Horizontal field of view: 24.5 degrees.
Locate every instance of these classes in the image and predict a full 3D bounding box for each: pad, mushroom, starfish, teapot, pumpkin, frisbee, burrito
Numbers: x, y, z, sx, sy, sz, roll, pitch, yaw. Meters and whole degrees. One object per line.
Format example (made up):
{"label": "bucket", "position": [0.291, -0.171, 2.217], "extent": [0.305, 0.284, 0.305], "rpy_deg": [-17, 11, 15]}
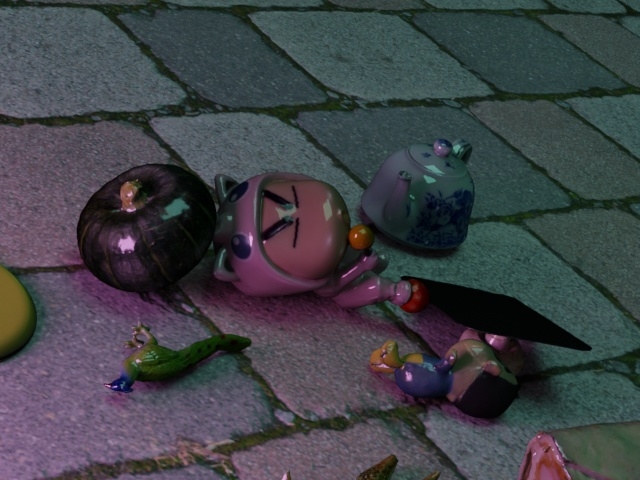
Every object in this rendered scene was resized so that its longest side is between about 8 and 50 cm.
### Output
{"label": "pad", "position": [0.216, 0.090, 1.855], "extent": [0.181, 0.004, 0.267], "rpy_deg": [11, 9, -17]}
{"label": "mushroom", "position": [0.210, 0.135, 1.801], "extent": [0.084, 0.067, 0.083], "rpy_deg": [18, 21, -7]}
{"label": "starfish", "position": [0.065, 0.279, 1.491], "extent": [0.217, 0.050, 0.223], "rpy_deg": [33, 35, 7]}
{"label": "teapot", "position": [0.151, -0.078, 2.050], "extent": [0.159, 0.159, 0.232], "rpy_deg": [31, 30, 17]}
{"label": "pumpkin", "position": [-0.201, -0.016, 1.704], "extent": [0.125, 0.167, 0.167], "rpy_deg": [49, 18, -25]}
{"label": "frisbee", "position": [-0.418, 0.060, 1.569], "extent": [0.236, 0.017, 0.236], "rpy_deg": [15, 29, -9]}
{"label": "burrito", "position": [0.362, 0.270, 1.634], "extent": [0.299, 0.105, 0.143], "rpy_deg": [2, 43, -33]}

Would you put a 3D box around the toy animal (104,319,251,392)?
{"label": "toy animal", "position": [-0.166, 0.118, 1.614], "extent": [0.075, 0.041, 0.217], "rpy_deg": [36, 28, 23]}

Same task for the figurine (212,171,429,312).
{"label": "figurine", "position": [0.000, 0.000, 1.800], "extent": [0.287, 0.186, 0.176], "rpy_deg": [25, 49, -29]}

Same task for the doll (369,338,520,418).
{"label": "doll", "position": [0.152, 0.153, 1.723], "extent": [0.179, 0.102, 0.088], "rpy_deg": [22, 71, -6]}
